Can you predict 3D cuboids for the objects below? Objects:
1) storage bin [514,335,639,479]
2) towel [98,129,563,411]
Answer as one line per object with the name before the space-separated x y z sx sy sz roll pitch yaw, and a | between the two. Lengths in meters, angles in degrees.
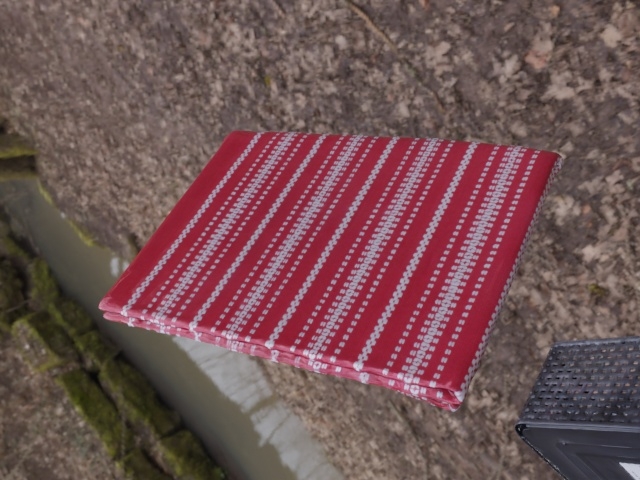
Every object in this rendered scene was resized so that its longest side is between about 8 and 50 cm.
storage bin | 0.254 0.142 0.552 0.122 0.084 0.180 43 153 -16
towel | 0.000 0.000 0.496 0.274 0.199 0.031 8 142 32
